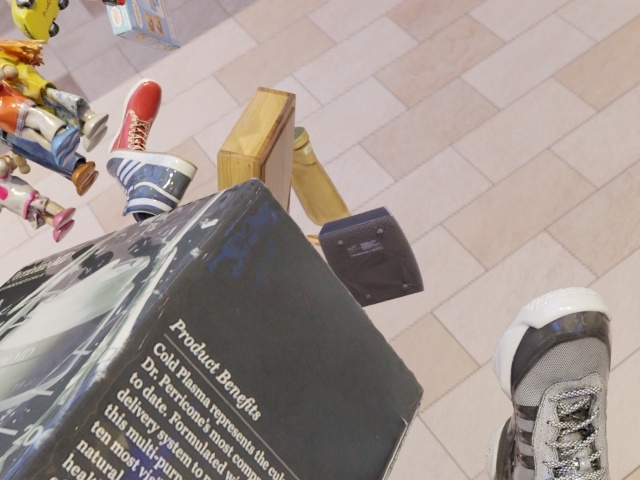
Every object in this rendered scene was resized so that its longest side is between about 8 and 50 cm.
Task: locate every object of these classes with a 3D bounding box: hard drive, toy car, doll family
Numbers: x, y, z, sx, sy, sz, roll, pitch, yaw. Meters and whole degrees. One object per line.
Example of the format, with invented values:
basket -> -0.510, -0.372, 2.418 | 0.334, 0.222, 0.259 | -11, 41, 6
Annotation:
hard drive -> 0.108, 0.036, 1.552 | 0.172, 0.254, 0.054 | -17, 46, 12
toy car -> -0.339, -0.379, 0.933 | 0.053, 0.225, 0.239 | 1, 31, 18
doll family -> -0.308, -0.120, 0.780 | 0.163, 0.263, 0.118 | 33, 57, -2

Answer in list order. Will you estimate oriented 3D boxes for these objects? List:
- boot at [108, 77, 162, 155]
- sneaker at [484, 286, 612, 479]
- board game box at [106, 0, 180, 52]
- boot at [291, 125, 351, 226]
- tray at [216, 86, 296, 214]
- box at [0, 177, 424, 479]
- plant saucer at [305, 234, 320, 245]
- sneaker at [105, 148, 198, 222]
boot -> -0.439, -0.263, 1.837 | 0.244, 0.088, 0.176 | -63, 34, 19
sneaker -> 0.208, 0.172, 0.615 | 0.101, 0.268, 0.153 | -8, 40, -7
board game box -> -0.319, -0.424, 1.313 | 0.039, 0.211, 0.160 | -14, 93, 11
boot -> -0.069, -0.155, 1.880 | 0.236, 0.269, 0.089 | 12, 51, 44
tray -> -0.108, -0.034, 1.313 | 0.076, 0.411, 0.203 | 12, 43, 8
box -> -0.236, 0.241, 0.688 | 0.480, 0.297, 0.472 | -15, 29, 43
plant saucer -> 0.000, 0.000, 1.716 | 0.083, 0.083, 0.013 | 13, 101, 20
sneaker -> -0.384, -0.103, 1.575 | 0.282, 0.099, 0.153 | 7, 72, 43
